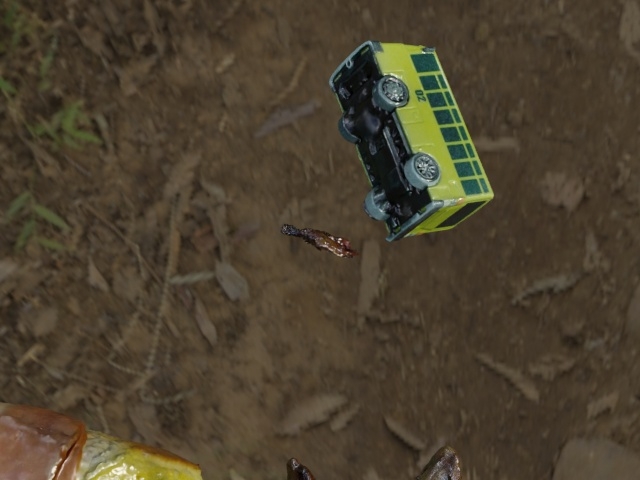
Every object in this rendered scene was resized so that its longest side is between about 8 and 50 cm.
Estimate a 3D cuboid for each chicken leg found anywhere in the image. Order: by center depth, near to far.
[{"bbox_3d":[0.002,0.001,1.406,0.083,0.036,0.021,18,95,-21],"label":"chicken leg"}]

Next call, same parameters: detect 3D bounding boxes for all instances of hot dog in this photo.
[{"bbox_3d":[-0.200,0.143,0.850,0.261,0.123,0.093,15,74,-4],"label":"hot dog"}]

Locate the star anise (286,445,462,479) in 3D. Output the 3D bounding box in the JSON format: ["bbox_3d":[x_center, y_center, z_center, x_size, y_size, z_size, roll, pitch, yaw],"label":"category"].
[{"bbox_3d":[0.013,0.250,0.850,0.288,0.288,0.088,-20,28,-2],"label":"star anise"}]

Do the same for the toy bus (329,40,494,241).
[{"bbox_3d":[0.084,-0.096,1.311,0.101,0.088,0.175,-8,71,-35],"label":"toy bus"}]
